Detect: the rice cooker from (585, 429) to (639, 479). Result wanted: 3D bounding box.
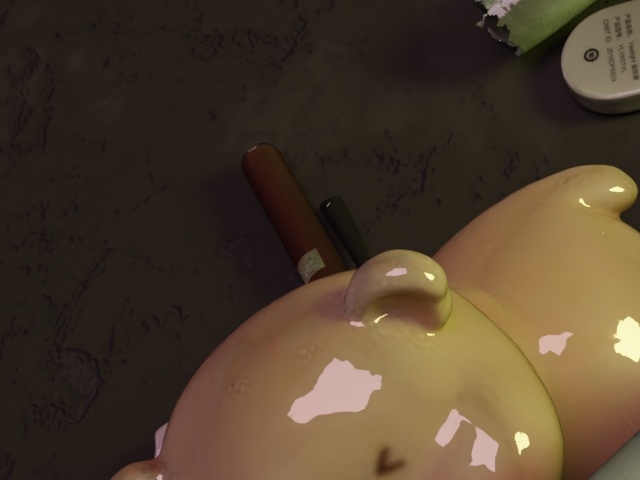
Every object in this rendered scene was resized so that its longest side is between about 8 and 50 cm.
[{"bbox_3d":[0.260,0.147,0.869,0.316,0.316,0.264,-51,28,-7],"label":"rice cooker"}]

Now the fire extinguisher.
[{"bbox_3d":[0.000,0.000,1.243,0.049,0.035,0.173,-10,50,-25],"label":"fire extinguisher"}]

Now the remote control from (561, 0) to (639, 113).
[{"bbox_3d":[0.269,-0.135,1.189,0.245,0.022,0.077,-14,56,20],"label":"remote control"}]

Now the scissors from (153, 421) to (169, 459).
[{"bbox_3d":[-0.014,0.113,1.189,0.212,0.021,0.110,-38,60,2],"label":"scissors"}]

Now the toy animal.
[{"bbox_3d":[0.067,0.116,1.008,0.345,0.247,0.277,-34,57,3],"label":"toy animal"}]

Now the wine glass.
[{"bbox_3d":[0.204,-0.218,1.239,0.262,0.074,0.074,-41,54,1],"label":"wine glass"}]
